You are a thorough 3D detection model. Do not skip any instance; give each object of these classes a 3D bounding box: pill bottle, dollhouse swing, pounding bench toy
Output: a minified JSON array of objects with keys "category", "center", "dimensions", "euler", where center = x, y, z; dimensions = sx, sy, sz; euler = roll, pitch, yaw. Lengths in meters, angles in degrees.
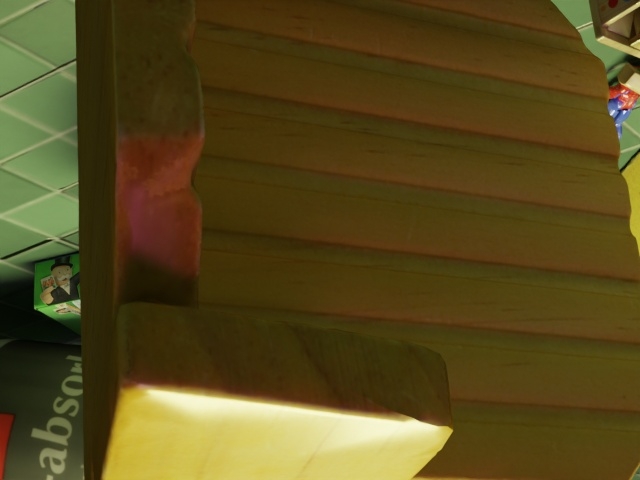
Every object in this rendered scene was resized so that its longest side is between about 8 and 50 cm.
[{"category":"pill bottle","center":[-0.215,0.197,1.204],"dimensions":[0.363,0.210,0.210],"euler":[4,159,12]},{"category":"dollhouse swing","center":[0.049,-0.060,0.598],"dimensions":[0.305,0.347,0.315],"euler":[1,156,-12]},{"category":"pounding bench toy","center":[0.199,-0.133,0.796],"dimensions":[0.052,0.083,0.065],"euler":[14,151,-36]}]

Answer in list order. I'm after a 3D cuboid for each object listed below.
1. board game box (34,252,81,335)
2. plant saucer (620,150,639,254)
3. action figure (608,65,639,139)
[{"category":"board game box","center":[-0.087,0.071,1.253],"dimensions":[0.213,0.046,0.317],"euler":[-11,156,16]},{"category":"plant saucer","center":[0.391,-0.002,1.145],"dimensions":[0.333,0.081,0.333],"euler":[1,157,-14]},{"category":"action figure","center":[0.207,-0.096,0.954],"dimensions":[0.038,0.030,0.115],"euler":[-2,152,-21]}]
